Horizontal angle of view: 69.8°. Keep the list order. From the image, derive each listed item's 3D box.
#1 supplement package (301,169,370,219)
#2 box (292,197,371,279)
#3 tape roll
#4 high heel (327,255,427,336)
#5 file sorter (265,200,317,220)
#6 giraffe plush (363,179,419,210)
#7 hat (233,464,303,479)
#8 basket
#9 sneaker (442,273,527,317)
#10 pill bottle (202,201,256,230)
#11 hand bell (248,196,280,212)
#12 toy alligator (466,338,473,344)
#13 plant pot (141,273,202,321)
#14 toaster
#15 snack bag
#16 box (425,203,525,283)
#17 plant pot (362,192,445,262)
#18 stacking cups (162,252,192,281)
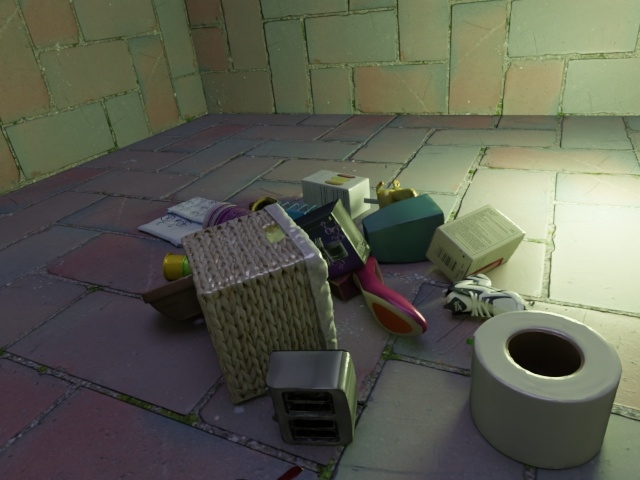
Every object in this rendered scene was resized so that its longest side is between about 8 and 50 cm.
[{"bbox_3d":[0.062,-0.188,1.851,0.244,0.133,0.139,17,36,37],"label":"supplement package"},{"bbox_3d":[-0.017,0.021,1.320,0.261,0.184,0.103,-24,18,28],"label":"box"},{"bbox_3d":[0.413,0.272,0.870,0.246,0.169,0.246,-6,27,3],"label":"tape roll"},{"bbox_3d":[0.183,0.125,1.230,0.181,0.127,0.377,-32,33,-22],"label":"high heel"},{"bbox_3d":[-0.104,-0.074,1.694,0.170,0.118,0.104,9,27,26],"label":"file sorter"},{"bbox_3d":[0.287,-0.138,1.689,0.210,0.181,0.170,27,27,21],"label":"giraffe plush"},{"bbox_3d":[-0.144,0.404,0.722,0.208,0.183,0.173,-18,30,-22],"label":"hat"},{"bbox_3d":[-0.144,0.134,1.082,0.266,0.331,0.328,-17,29,-16],"label":"basket"},{"bbox_3d":[0.395,0.165,1.157,0.153,0.094,0.235,-14,28,-11],"label":"sneaker"},{"bbox_3d":[-0.255,-0.021,1.567,0.301,0.169,0.169,20,37,41],"label":"pill bottle"},{"bbox_3d":[-0.250,-0.128,1.872,0.126,0.126,0.242,-17,17,-19],"label":"hand bell"},{"bbox_3d":[0.432,0.246,1.045,0.190,0.056,0.051,5,-11,21],"label":"toy alligator"},{"bbox_3d":[-0.363,0.152,1.282,0.237,0.109,0.237,-22,2,1],"label":"plant pot"},{"bbox_3d":[-0.007,0.306,0.903,0.186,0.168,0.110,-3,31,10],"label":"toaster"},{"bbox_3d":[-0.541,-0.089,1.900,0.323,0.037,0.342,17,36,37],"label":"snack bag"},{"bbox_3d":[0.455,0.012,1.358,0.232,0.127,0.148,-21,53,-27],"label":"box"},{"bbox_3d":[0.262,-0.028,1.483,0.234,0.165,0.165,-11,28,-2],"label":"plant pot"},{"bbox_3d":[-0.336,0.084,1.469,0.316,0.096,0.096,-1,28,8],"label":"stacking cups"}]
